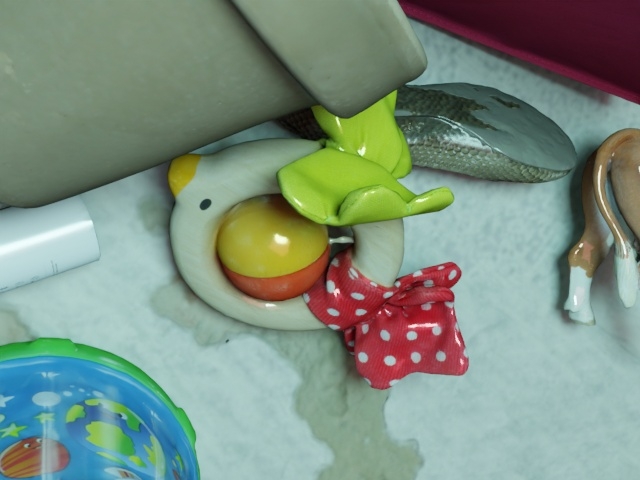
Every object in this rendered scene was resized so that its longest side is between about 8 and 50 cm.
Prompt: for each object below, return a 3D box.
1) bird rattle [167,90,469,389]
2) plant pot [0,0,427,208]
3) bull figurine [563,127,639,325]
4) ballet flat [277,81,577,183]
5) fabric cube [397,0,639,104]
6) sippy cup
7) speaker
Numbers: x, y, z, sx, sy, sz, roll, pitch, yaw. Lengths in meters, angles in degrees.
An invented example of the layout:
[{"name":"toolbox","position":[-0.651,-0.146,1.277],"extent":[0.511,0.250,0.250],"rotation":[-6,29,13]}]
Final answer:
[{"name":"bird rattle","position":[0.000,0.000,0.619],"extent":[0.207,0.143,0.253],"rotation":[-1,140,7]},{"name":"plant pot","position":[-0.106,-0.138,0.458],"extent":[0.229,0.263,0.263],"rotation":[-32,108,12]},{"name":"bull figurine","position":[0.346,-0.009,0.736],"extent":[0.310,0.101,0.188],"rotation":[5,99,-19]},{"name":"ballet flat","position":[0.082,-0.081,0.667],"extent":[0.250,0.084,0.058],"rotation":[7,138,-21]},{"name":"fabric cube","position":[0.192,-0.257,0.545],"extent":[0.254,0.259,0.258],"rotation":[20,92,-7]},{"name":"sippy cup","position":[-0.172,0.203,0.539],"extent":[0.305,0.224,0.240],"rotation":[-1,101,-19]},{"name":"speaker","position":[-0.218,0.010,0.576],"extent":[0.136,0.055,0.055],"rotation":[-20,104,-22]}]
